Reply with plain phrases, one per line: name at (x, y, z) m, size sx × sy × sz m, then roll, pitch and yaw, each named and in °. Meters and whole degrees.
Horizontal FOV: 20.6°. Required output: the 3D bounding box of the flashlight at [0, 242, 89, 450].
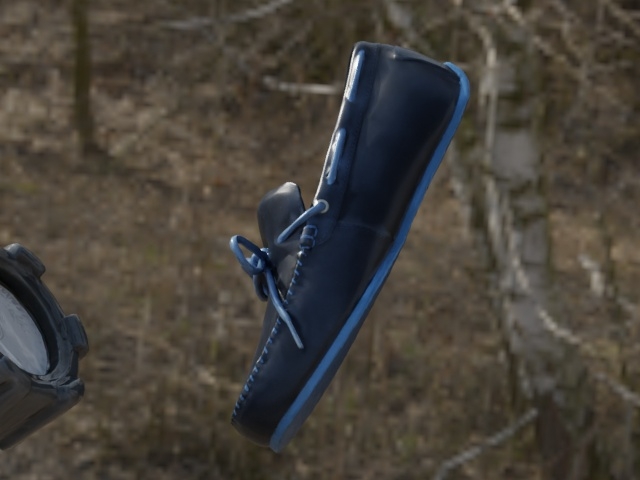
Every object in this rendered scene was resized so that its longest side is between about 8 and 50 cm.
flashlight at (-0.256, 0.113, 0.875) m, size 0.304 × 0.103 × 0.103 m, roll -35°, pitch 5°, yaw 18°

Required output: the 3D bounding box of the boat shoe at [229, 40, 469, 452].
boat shoe at (0.000, 0.000, 1.026) m, size 0.089 × 0.258 × 0.109 m, roll 26°, pitch -27°, yaw 1°
